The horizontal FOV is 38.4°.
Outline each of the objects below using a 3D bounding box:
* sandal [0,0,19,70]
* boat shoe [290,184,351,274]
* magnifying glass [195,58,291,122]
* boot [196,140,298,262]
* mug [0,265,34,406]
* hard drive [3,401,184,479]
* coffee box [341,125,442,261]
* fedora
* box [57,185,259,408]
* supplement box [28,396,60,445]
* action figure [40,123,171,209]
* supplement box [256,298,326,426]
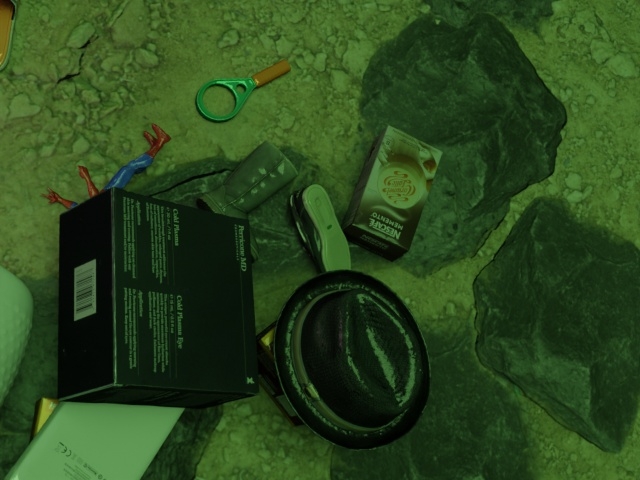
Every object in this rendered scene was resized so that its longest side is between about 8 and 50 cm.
[{"bbox_3d":[-0.640,-0.462,1.803,0.101,0.076,0.265,0,76,-19],"label":"sandal"},{"bbox_3d":[0.000,0.000,1.913,0.084,0.079,0.233,-26,100,-45],"label":"boat shoe"},{"bbox_3d":[-0.163,-0.327,1.960,0.231,0.026,0.092,-32,88,-24],"label":"magnifying glass"},{"bbox_3d":[-0.127,-0.081,1.893,0.208,0.076,0.190,-38,93,-30],"label":"boot"},{"bbox_3d":[-0.635,0.167,1.489,0.276,0.374,0.328,24,63,6],"label":"mug"},{"bbox_3d":[-0.390,0.353,1.641,0.203,0.040,0.308,48,54,-23],"label":"hard drive"},{"bbox_3d":[0.151,-0.100,1.970,0.141,0.098,0.247,24,70,-11],"label":"coffee box"},{"bbox_3d":[0.081,0.201,1.630,0.334,0.152,0.334,6,74,-19],"label":"fedora"},{"bbox_3d":[-0.289,0.116,1.645,0.312,0.179,0.343,14,65,-44],"label":"box"},{"bbox_3d":[-0.486,0.400,1.637,0.078,0.080,0.234,11,70,-18],"label":"supplement box"},{"bbox_3d":[-0.428,-0.127,1.785,0.139,0.091,0.280,37,67,-14],"label":"action figure"},{"bbox_3d":[-0.036,0.239,1.768,0.129,0.194,0.191,-38,91,-23],"label":"supplement box"}]
